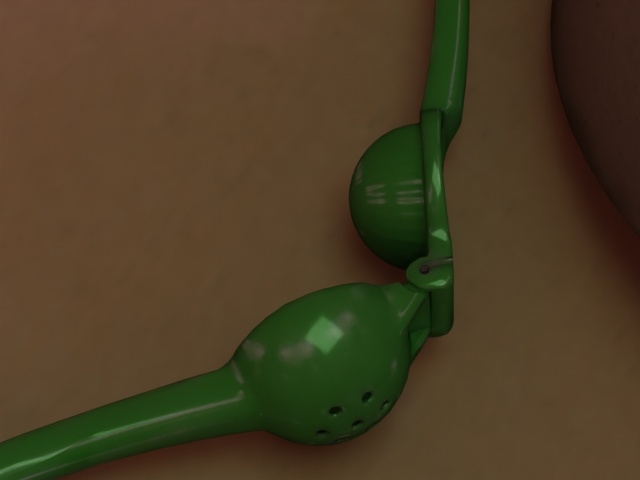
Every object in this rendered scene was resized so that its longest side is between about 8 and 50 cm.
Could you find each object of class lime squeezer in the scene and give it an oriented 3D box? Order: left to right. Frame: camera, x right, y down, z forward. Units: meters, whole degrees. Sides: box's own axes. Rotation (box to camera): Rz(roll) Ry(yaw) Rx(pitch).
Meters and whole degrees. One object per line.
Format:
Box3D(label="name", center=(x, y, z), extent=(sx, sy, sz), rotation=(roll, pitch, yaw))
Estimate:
Box3D(label="lime squeezer", center=(0.000, 0.000, 0.528), extent=(0.110, 0.059, 0.310), rotation=(19, 60, 37))

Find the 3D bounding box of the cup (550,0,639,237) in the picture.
Box3D(label="cup", center=(0.240, -0.139, 0.475), extent=(0.331, 0.237, 0.331), rotation=(-2, 52, 2))
